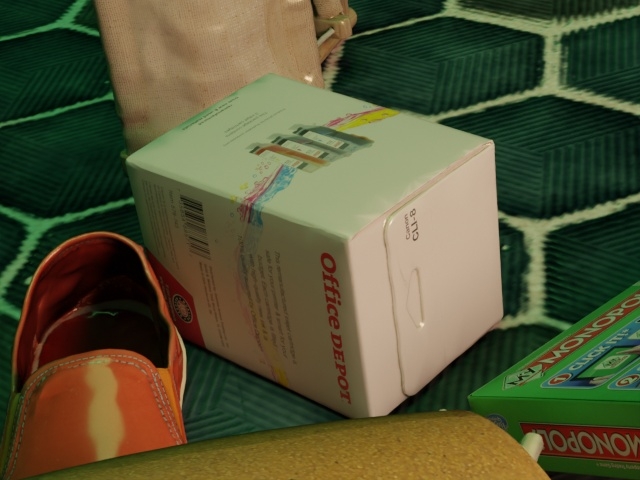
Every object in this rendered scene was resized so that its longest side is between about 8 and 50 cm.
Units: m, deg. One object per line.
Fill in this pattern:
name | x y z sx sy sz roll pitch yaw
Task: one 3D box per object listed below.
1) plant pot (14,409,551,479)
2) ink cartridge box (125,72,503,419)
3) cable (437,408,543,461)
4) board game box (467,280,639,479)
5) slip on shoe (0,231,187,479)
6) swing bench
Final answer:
plant pot | -0.035 0.161 0.502 0.254 0.237 0.237 -25 35 -21
ink cartridge box | 0.000 0.000 0.864 0.176 0.128 0.127 22 43 38
cable | 0.025 0.184 0.618 0.139 0.072 0.287 -7 32 13
board game box | 0.257 0.025 0.761 0.317 0.046 0.213 -30 11 -29
slip on shoe | -0.114 0.108 0.746 0.123 0.101 0.331 -8 33 -2
swing bench | -0.072 -0.219 1.112 0.165 0.253 0.254 -3 33 8
